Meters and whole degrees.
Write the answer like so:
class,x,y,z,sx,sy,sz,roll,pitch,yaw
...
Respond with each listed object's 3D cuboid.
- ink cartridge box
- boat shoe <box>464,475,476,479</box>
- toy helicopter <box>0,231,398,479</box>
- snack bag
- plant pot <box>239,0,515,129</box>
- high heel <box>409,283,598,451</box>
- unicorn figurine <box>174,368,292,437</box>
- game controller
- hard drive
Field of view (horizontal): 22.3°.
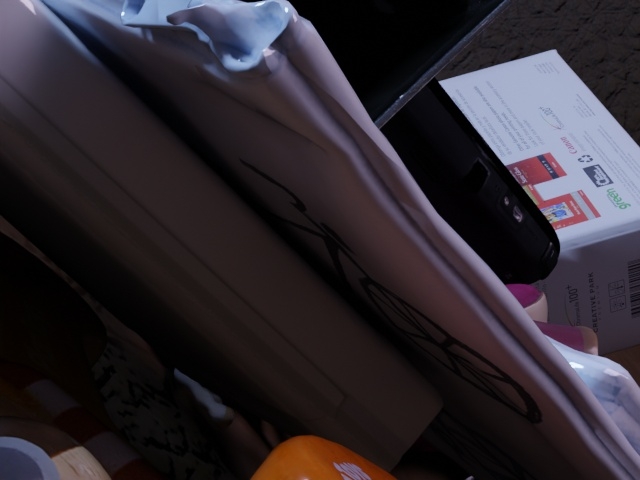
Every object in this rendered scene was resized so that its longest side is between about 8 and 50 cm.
class,x,y,z,sx,sy,sz,roll,pitch,yaw
ink cartridge box,0.141,-0.019,1.428,0.309,0.271,0.130,-114,-170,-56
boat shoe,0.126,0.171,0.926,0.109,0.094,0.302,51,11,11
toy helicopter,-0.102,0.052,0.459,0.235,0.140,0.355,35,4,-20
snack bag,0.000,0.000,0.567,0.342,0.037,0.323,47,-9,-35
plant pot,-0.046,-0.121,0.827,0.188,0.187,0.167,48,-24,-5
high heel,0.057,0.076,1.032,0.181,0.127,0.377,6,-10,0
unicorn figurine,-0.043,0.053,0.793,0.111,0.060,0.162,47,-9,48
game controller,0.031,-0.065,1.096,0.166,0.067,0.319,9,-29,45
hard drive,-0.112,-0.051,0.522,0.307,0.040,0.203,44,-12,-22
